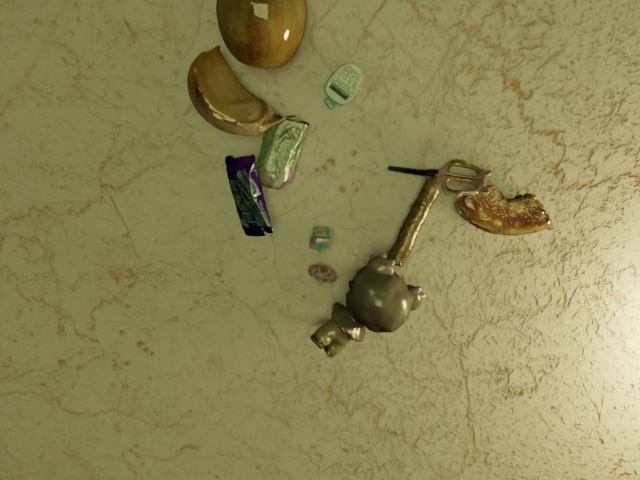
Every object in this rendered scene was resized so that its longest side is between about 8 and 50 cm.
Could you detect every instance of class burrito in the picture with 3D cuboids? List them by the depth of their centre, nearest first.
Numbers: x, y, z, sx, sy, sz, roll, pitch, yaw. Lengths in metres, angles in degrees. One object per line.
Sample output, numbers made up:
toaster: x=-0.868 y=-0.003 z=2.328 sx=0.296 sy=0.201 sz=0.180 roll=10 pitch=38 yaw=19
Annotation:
burrito: x=-0.130 y=-0.276 z=1.436 sx=0.143 sy=0.089 sz=0.229 roll=15 pitch=100 yaw=3

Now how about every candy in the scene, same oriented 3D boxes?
candy: x=-0.230 y=-0.143 z=1.463 sx=0.145 sy=0.070 sz=0.276 roll=-1 pitch=106 yaw=45

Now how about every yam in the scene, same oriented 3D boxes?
yam: x=0.301 y=-0.053 z=1.480 sx=0.066 sy=0.066 sz=0.300 roll=23 pitch=103 yaw=-3

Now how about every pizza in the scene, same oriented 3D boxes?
pizza: x=0.582 y=-0.095 z=1.447 sx=0.305 sy=0.086 sz=0.162 roll=13 pitch=114 yaw=7

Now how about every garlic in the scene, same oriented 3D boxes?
garlic: x=-0.261 y=-0.411 z=1.360 sx=0.338 sy=0.151 sz=0.196 roll=43 pitch=102 yaw=3

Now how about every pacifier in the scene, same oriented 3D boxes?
pacifier: x=0.002 y=0.126 z=1.532 sx=0.099 sy=0.082 sz=0.078 roll=18 pitch=131 yaw=-2

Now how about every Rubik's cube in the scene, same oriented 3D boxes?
Rubik's cube: x=0.002 y=0.001 z=1.501 sx=0.075 sy=0.084 sz=0.073 roll=13 pitch=124 yaw=-3

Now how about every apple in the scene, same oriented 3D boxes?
apple: x=-0.163 y=-0.623 z=1.287 sx=0.256 sy=0.257 sz=0.234 roll=5 pitch=136 yaw=1

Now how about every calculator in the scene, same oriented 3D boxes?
calculator: x=0.068 y=-0.477 z=1.415 sx=0.095 sy=0.021 sz=0.153 roll=37 pitch=101 yaw=-6

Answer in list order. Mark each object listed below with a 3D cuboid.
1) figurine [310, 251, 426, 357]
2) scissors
figurine: x=0.138 y=0.228 z=1.478 sx=0.380 sy=0.203 sz=0.248 roll=-42 pitch=102 yaw=11
scissors: x=0.368 y=-0.205 z=1.431 sx=0.317 sy=0.160 sz=0.024 roll=11 pitch=147 yaw=14
